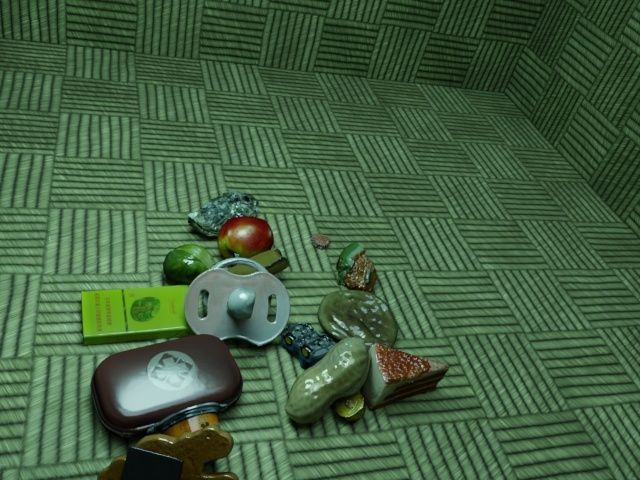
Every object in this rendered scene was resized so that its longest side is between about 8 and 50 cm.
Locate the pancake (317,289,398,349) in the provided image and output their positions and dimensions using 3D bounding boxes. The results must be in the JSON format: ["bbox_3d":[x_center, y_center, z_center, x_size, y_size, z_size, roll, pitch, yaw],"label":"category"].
[{"bbox_3d":[0.131,0.268,2.078,0.295,0.049,0.294,11,38,-9],"label":"pancake"}]

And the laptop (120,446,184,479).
[{"bbox_3d":[-0.408,0.591,1.412,0.135,0.197,0.016,16,-3,0],"label":"laptop"}]

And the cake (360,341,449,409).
[{"bbox_3d":[0.257,0.436,1.840,0.262,0.158,0.159,16,43,-3],"label":"cake"}]

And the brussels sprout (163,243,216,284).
[{"bbox_3d":[-0.429,0.086,2.006,0.183,0.145,0.131,8,34,-10],"label":"brussels sprout"}]

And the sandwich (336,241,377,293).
[{"bbox_3d":[0.144,0.097,2.240,0.160,0.109,0.184,22,39,9],"label":"sandwich"}]

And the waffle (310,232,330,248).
[{"bbox_3d":[0.000,0.000,2.364,0.075,0.029,0.083,20,36,-1],"label":"waffle"}]

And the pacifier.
[{"bbox_3d":[-0.250,0.200,1.860,0.332,0.220,0.273,6,25,-14],"label":"pacifier"}]

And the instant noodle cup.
[{"bbox_3d":[-0.321,0.509,1.542,0.208,0.177,0.125,-19,63,-14],"label":"instant noodle cup"}]

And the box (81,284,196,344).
[{"bbox_3d":[-0.560,0.225,1.875,0.335,0.047,0.187,-3,43,-22],"label":"box"}]

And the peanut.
[{"bbox_3d":[0.026,0.411,1.769,0.313,0.149,0.149,-33,58,-23],"label":"peanut"}]

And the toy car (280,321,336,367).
[{"bbox_3d":[-0.042,0.336,1.904,0.097,0.100,0.191,-21,32,-37],"label":"toy car"}]

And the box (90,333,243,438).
[{"bbox_3d":[-0.419,0.394,1.677,0.404,0.108,0.263,-10,46,-30],"label":"box"}]

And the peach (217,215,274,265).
[{"bbox_3d":[-0.266,-0.005,2.145,0.190,0.190,0.192,23,43,7],"label":"peach"}]

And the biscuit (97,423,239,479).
[{"bbox_3d":[-0.362,0.558,1.442,0.334,0.201,0.047,-12,-1,-2],"label":"biscuit"}]

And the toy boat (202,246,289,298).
[{"bbox_3d":[-0.251,0.131,2.046,0.321,0.121,0.089,-29,56,-25],"label":"toy boat"}]

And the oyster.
[{"bbox_3d":[-0.367,-0.099,2.268,0.162,0.158,0.351,0,11,36],"label":"oyster"}]

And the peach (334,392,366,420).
[{"bbox_3d":[0.091,0.494,1.783,0.098,0.061,0.098,-17,31,11],"label":"peach"}]
